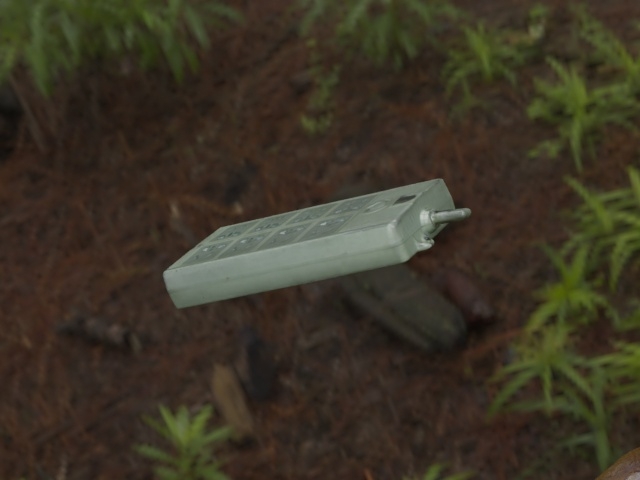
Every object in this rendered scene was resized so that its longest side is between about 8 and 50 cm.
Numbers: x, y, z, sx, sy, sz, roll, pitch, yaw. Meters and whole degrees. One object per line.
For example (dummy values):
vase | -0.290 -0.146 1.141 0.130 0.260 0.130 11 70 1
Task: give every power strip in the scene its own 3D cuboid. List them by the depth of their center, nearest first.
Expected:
power strip | 0.000 0.000 0.686 0.136 0.019 0.051 -12 16 36

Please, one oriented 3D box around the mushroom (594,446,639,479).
mushroom | 0.262 0.262 1.315 0.194 0.138 0.231 31 85 30
